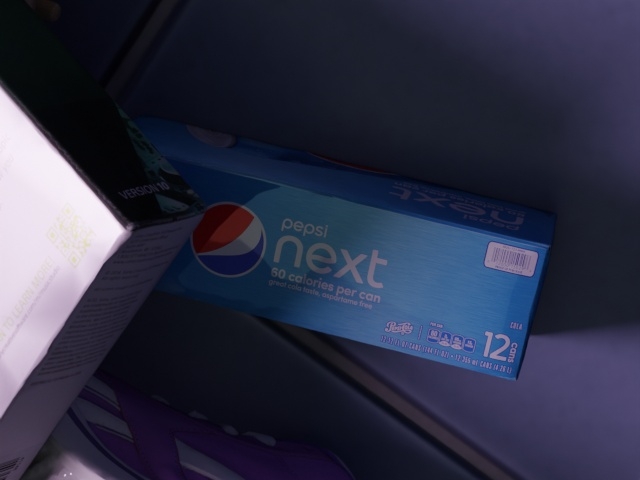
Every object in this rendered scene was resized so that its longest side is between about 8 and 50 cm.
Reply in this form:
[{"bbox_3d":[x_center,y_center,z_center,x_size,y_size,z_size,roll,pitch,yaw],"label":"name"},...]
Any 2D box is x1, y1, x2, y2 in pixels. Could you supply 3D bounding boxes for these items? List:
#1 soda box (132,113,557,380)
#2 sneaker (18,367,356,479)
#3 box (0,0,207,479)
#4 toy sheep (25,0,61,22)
[{"bbox_3d":[0.000,0.000,0.782,0.210,0.071,0.067,15,106,7],"label":"soda box"},{"bbox_3d":[-0.087,0.113,0.818,0.282,0.161,0.102,38,117,34],"label":"sneaker"},{"bbox_3d":[-0.218,-0.042,0.748,0.322,0.058,0.232,47,121,16],"label":"box"},{"bbox_3d":[-0.156,-0.143,0.769,0.091,0.091,0.132,20,90,5],"label":"toy sheep"}]
